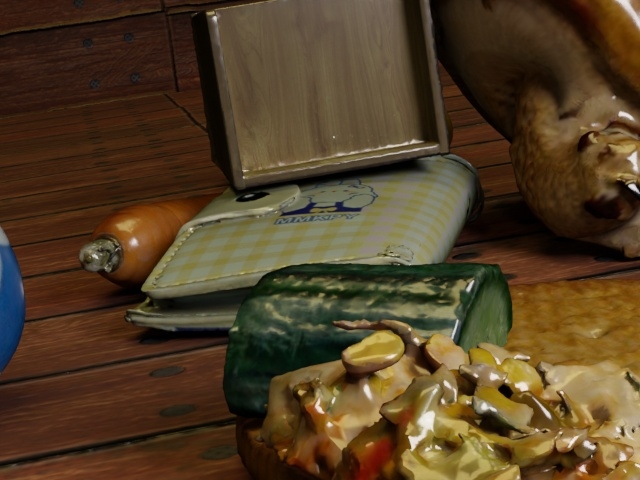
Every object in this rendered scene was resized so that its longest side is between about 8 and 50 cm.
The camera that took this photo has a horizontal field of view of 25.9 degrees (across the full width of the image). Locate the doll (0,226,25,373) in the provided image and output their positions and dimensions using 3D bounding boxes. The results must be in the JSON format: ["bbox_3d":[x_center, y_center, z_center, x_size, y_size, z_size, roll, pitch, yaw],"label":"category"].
[{"bbox_3d":[-0.303,0.046,0.810,0.257,0.161,0.215,-29,50,-33],"label":"doll"}]

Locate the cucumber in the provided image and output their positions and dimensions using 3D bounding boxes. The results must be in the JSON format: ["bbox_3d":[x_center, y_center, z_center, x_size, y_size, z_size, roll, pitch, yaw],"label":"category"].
[{"bbox_3d":[0.027,0.041,0.670,0.115,0.062,0.116,1,18,25],"label":"cucumber"}]

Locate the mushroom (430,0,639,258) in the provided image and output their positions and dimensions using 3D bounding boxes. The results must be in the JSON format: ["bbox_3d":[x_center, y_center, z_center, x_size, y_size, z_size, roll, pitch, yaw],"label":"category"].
[{"bbox_3d":[0.192,-0.140,1.089,0.259,0.345,0.345,-47,25,-15],"label":"mushroom"}]

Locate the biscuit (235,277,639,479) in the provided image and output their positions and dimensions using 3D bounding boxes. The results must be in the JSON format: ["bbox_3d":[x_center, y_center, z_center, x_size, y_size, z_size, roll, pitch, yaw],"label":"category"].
[{"bbox_3d":[0.108,0.077,0.680,0.305,0.038,0.305,-9,13,2],"label":"biscuit"}]

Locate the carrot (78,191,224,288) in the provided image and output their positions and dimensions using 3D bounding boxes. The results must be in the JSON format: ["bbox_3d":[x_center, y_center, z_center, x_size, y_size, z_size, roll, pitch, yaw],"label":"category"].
[{"bbox_3d":[-0.100,-0.011,1.188,0.069,0.069,0.336,-1,8,28],"label":"carrot"}]

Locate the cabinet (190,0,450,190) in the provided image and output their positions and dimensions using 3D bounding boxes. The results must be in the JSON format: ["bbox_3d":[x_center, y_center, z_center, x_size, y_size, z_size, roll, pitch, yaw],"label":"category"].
[{"bbox_3d":[-0.009,-0.139,1.162,0.174,0.148,0.215,-10,9,-7],"label":"cabinet"}]

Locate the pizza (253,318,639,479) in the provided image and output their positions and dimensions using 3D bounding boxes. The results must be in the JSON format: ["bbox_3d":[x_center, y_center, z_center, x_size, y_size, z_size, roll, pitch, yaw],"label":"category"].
[{"bbox_3d":[0.060,0.076,0.512,0.147,0.069,0.226,-24,29,-8],"label":"pizza"}]

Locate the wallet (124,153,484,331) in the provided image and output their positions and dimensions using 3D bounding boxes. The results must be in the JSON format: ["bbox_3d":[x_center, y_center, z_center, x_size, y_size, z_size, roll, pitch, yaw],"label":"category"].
[{"bbox_3d":[0.000,0.000,1.055,0.223,0.077,0.309,-1,14,15],"label":"wallet"}]

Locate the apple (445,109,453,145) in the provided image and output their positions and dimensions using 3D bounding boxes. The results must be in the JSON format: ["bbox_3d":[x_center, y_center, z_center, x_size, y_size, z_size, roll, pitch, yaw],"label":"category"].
[{"bbox_3d":[0.106,-0.127,1.571,0.089,0.074,0.089,13,14,-3],"label":"apple"}]
